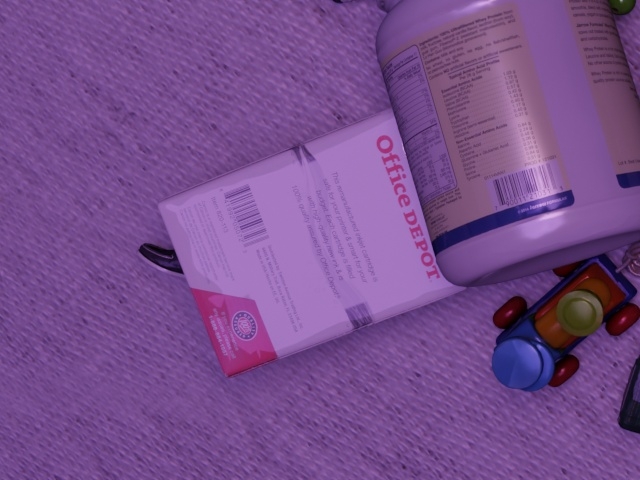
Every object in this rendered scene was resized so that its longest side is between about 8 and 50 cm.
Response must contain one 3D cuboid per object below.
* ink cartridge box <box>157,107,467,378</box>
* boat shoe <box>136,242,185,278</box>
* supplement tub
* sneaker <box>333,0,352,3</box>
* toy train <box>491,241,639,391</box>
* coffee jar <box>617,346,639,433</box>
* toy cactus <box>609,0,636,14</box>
[{"bbox_3d":[0.000,0.000,1.727,0.283,0.117,0.207,-21,91,10],"label":"ink cartridge box"},{"bbox_3d":[-0.147,0.026,1.831,0.125,0.046,0.038,24,105,9],"label":"boat shoe"},{"bbox_3d":[0.188,-0.137,1.577,0.235,0.235,0.324,-18,81,19],"label":"supplement tub"},{"bbox_3d":[0.048,-0.358,1.704,0.081,0.080,0.211,1,108,11],"label":"sneaker"},{"bbox_3d":[0.279,0.057,1.653,0.248,0.143,0.105,-43,85,18],"label":"toy train"},{"bbox_3d":[0.407,0.175,1.666,0.184,0.079,0.096,19,100,15],"label":"coffee jar"},{"bbox_3d":[0.300,-0.341,1.624,0.180,0.112,0.219,16,106,33],"label":"toy cactus"}]
